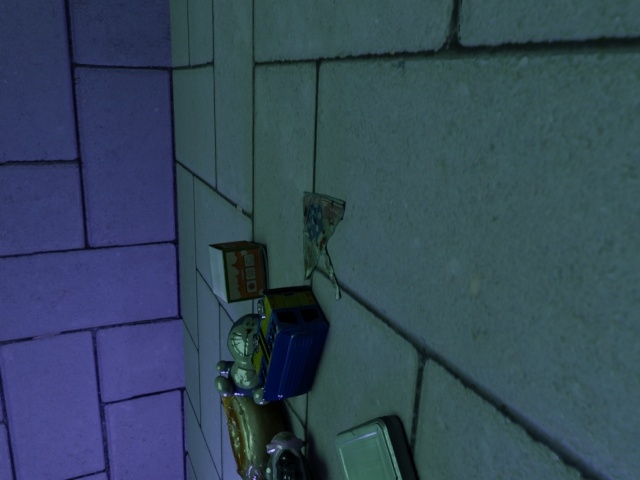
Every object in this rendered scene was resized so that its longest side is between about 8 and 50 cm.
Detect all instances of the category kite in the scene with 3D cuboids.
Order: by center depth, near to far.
[{"bbox_3d":[0.000,0.000,1.330,0.335,0.012,0.314,117,140,-52],"label":"kite"}]

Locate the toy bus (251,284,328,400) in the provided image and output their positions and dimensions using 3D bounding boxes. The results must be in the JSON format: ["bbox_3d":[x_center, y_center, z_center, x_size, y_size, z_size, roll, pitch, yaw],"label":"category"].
[{"bbox_3d":[-0.091,0.274,1.438,0.175,0.138,0.287,-120,34,-45],"label":"toy bus"}]

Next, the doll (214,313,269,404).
[{"bbox_3d":[-0.207,0.357,1.668,0.228,0.154,0.258,4,87,23],"label":"doll"}]

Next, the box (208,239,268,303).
[{"bbox_3d":[-0.273,0.098,1.799,0.195,0.148,0.177,-171,74,-65],"label":"box"}]

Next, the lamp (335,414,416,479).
[{"bbox_3d":[0.123,0.514,1.115,0.269,0.047,0.266,126,132,-57],"label":"lamp"}]

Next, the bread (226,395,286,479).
[{"bbox_3d":[-0.202,0.625,1.738,0.306,0.159,0.305,9,100,64],"label":"bread"}]

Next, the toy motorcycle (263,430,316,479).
[{"bbox_3d":[-0.089,0.661,1.534,0.327,0.143,0.188,92,169,-54],"label":"toy motorcycle"}]

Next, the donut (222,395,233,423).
[{"bbox_3d":[-0.297,0.655,2.030,0.253,0.119,0.253,166,90,-79],"label":"donut"}]
